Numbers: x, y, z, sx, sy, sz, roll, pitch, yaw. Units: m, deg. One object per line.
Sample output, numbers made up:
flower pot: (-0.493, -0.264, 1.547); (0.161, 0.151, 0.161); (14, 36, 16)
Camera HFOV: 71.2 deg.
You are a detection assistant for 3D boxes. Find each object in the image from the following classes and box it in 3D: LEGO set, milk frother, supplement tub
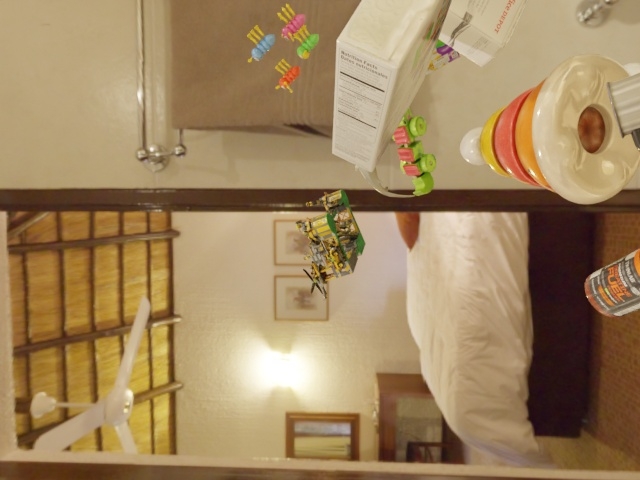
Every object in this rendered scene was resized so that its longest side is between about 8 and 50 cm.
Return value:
LEGO set: (0.000, 0.000, 1.386); (0.255, 0.192, 0.331); (62, -157, -24)
milk frother: (0.452, -0.185, 0.570); (0.143, 0.134, 0.129); (17, -117, -47)
supplement tub: (0.630, 0.073, 0.874); (0.198, 0.106, 0.106); (118, 157, -57)

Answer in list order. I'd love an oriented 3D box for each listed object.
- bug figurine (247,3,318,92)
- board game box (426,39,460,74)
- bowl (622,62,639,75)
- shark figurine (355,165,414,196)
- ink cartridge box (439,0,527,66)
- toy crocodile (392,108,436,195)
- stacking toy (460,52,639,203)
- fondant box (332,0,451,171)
bug figurine: (-0.105, -0.596, 1.405); (0.216, 0.072, 0.279); (-48, -20, 9)
board game box: (0.276, -0.638, 1.290); (0.275, 0.142, 0.144); (56, -166, -34)
bowl: (1.315, -0.609, 1.809); (0.134, 0.297, 0.298); (-32, 46, 44)
shark figurine: (0.145, -0.217, 1.164); (0.166, 0.116, 0.278); (-33, -74, -44)
ink cartridge box: (0.312, -0.506, 0.958); (0.159, 0.217, 0.092); (-62, 5, -12)
toy crocodile: (0.308, -0.317, 1.538); (0.105, 0.115, 0.341); (-40, -61, -32)
stacking toy: (0.572, -0.275, 1.241); (0.480, 0.350, 0.351); (-168, 77, -69)
fondant box: (0.116, -0.293, 0.748); (0.238, 0.096, 0.330); (-61, -7, -13)
